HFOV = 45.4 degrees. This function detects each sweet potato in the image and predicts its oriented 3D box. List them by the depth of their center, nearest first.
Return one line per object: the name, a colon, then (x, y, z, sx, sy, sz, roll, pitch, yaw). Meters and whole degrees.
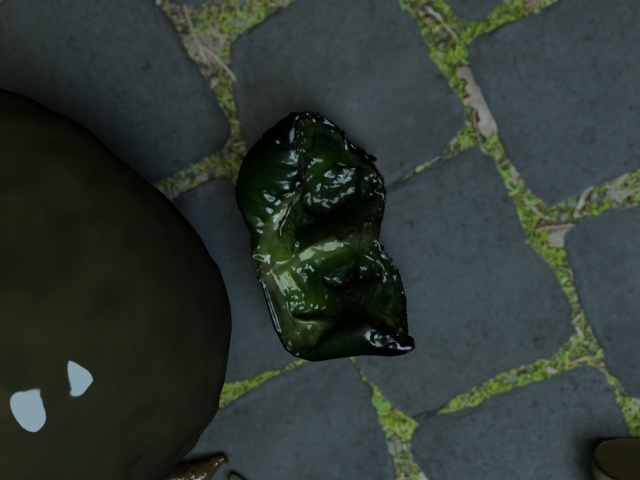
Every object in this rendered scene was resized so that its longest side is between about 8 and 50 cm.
sweet potato: (-0.206, 0.292, 0.898, 0.206, 0.060, 0.068, -15, 136, -6)

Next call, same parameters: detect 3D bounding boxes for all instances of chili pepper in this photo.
chili pepper: (0.000, -0.005, 0.803, 0.148, 0.116, 0.264, -15, 103, 16)

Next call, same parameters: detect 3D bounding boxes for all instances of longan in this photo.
longan: (-0.295, 0.074, 0.669, 0.436, 0.404, 0.404, 42, 101, -12)

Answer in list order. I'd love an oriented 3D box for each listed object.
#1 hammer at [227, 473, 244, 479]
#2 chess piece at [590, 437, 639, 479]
hammer: (-0.150, 0.361, 0.931, 0.195, 0.028, 0.060, -43, 95, 11)
chess piece: (0.362, 0.436, 0.906, 0.117, 0.117, 0.397, 1, 106, 0)
